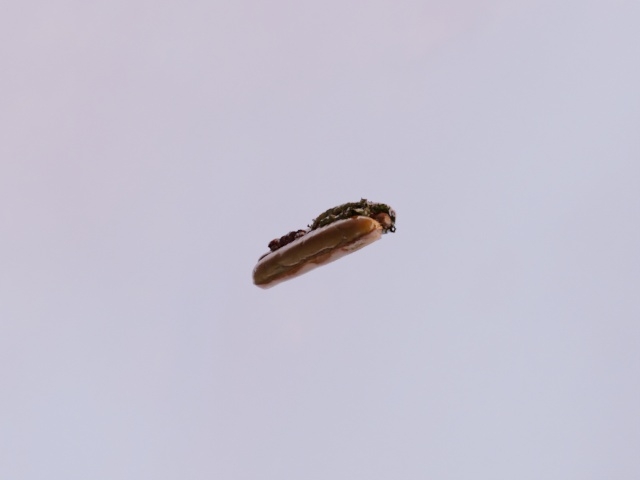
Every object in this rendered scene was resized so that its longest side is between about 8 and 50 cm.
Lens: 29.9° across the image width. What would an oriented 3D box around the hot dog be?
[{"bbox_3d":[0.000,0.000,0.550,0.083,0.021,0.037,-26,-171,33],"label":"hot dog"}]
